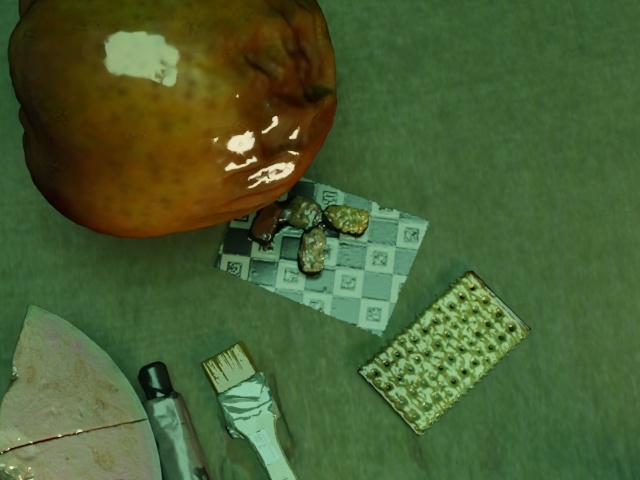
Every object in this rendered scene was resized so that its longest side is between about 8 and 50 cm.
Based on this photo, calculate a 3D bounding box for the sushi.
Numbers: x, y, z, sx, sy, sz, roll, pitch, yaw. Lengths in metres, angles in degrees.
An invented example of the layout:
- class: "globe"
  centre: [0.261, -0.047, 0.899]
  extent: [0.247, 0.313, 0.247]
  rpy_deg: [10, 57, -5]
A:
- class: "sushi"
  centre: [0.000, 0.000, 1.990]
  extent: [0.279, 0.043, 0.192]
  rpy_deg: [22, 77, 4]

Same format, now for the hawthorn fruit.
- class: "hawthorn fruit"
  centre: [-0.198, -0.224, 1.833]
  extent: [0.471, 0.472, 0.472]
  rpy_deg: [0, 76, -1]

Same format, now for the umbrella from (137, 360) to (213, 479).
- class: "umbrella"
  centre: [-0.187, 0.331, 1.888]
  extent: [0.067, 0.073, 0.337]
  rpy_deg: [-18, 77, -7]

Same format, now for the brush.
- class: "brush"
  centre: [-0.069, 0.307, 1.924]
  extent: [0.085, 0.020, 0.336]
  rpy_deg: [-27, 78, -8]

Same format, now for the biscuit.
- class: "biscuit"
  centre: [0.181, 0.161, 1.967]
  extent: [0.231, 0.016, 0.139]
  rpy_deg: [-42, 81, -11]

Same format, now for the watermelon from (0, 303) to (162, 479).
- class: "watermelon"
  centre: [-0.379, 0.312, 1.842]
  extent: [0.319, 0.222, 0.292]
  rpy_deg: [43, 37, -26]
